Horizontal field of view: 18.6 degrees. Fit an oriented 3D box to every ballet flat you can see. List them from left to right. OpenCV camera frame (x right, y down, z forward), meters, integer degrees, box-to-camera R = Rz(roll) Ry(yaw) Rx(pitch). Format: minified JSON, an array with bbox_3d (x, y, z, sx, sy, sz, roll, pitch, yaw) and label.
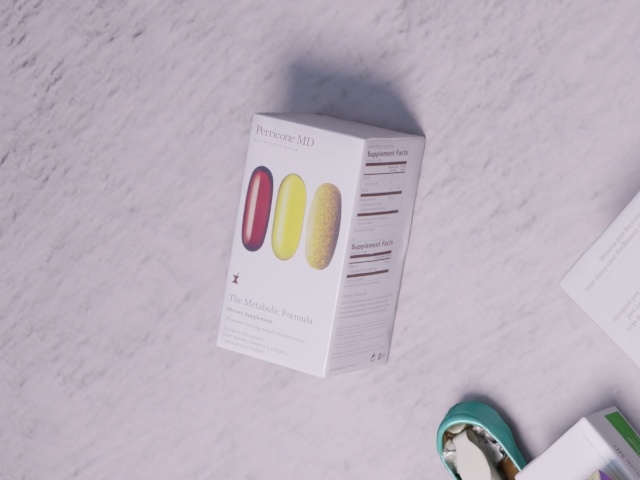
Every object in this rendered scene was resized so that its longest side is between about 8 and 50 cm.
[{"bbox_3d":[0.188,0.271,1.922,0.083,0.087,0.247,-40,74,26],"label":"ballet flat"}]

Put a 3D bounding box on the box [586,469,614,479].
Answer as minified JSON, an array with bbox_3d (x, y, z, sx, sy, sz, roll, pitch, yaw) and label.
[{"bbox_3d":[0.259,0.373,1.814,0.213,0.117,0.243,35,116,-14],"label":"box"}]

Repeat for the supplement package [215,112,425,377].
[{"bbox_3d":[0.000,0.000,1.987,0.139,0.134,0.244,14,100,29],"label":"supplement package"}]

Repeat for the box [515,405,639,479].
[{"bbox_3d":[0.265,0.230,1.873,0.102,0.087,0.101,-46,71,25],"label":"box"}]

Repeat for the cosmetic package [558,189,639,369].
[{"bbox_3d":[0.429,0.092,1.730,0.385,0.156,0.217,48,115,18],"label":"cosmetic package"}]
